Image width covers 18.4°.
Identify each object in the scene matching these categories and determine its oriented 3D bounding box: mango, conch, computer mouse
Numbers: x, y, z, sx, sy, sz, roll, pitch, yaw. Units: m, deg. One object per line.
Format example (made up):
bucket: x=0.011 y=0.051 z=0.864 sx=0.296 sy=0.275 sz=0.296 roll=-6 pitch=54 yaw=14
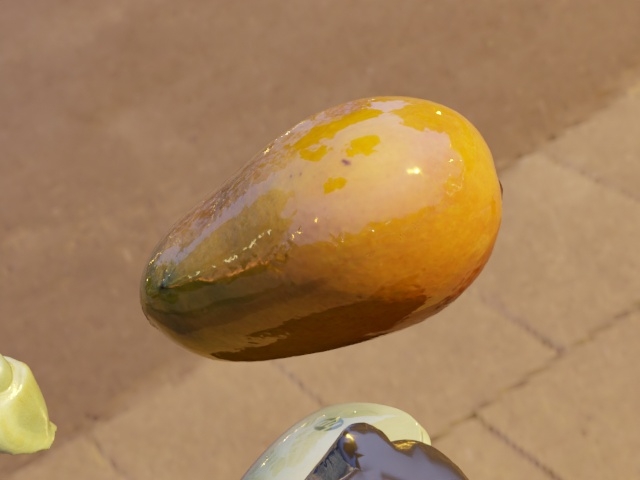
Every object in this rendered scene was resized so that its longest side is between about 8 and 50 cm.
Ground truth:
mango: x=0.007 y=0.000 z=1.249 sx=0.254 sy=0.175 sz=0.139 roll=-27 pitch=63 yaw=42
conch: x=-0.299 y=0.150 z=1.878 sx=0.065 sy=0.180 sz=0.088 roll=-30 pitch=43 yaw=6
computer mouse: x=-0.022 y=0.229 z=1.587 sx=0.159 sy=0.097 sz=0.288 roll=7 pitch=39 yaw=39

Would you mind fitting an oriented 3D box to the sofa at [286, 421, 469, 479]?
sofa: x=0.045 y=0.280 z=1.335 sx=0.182 sy=0.200 sz=0.258 roll=-15 pitch=58 yaw=-49
